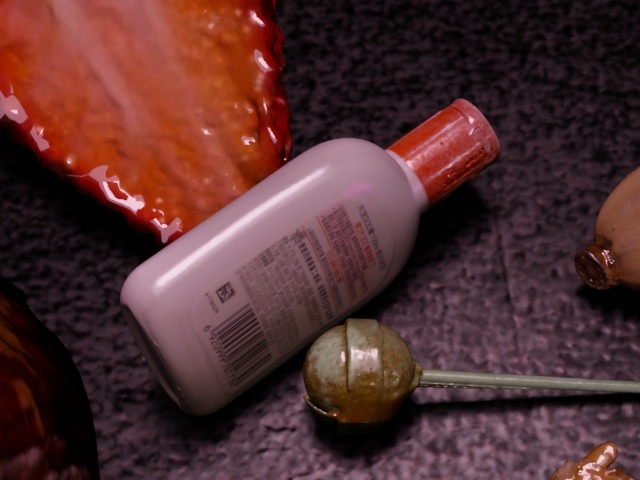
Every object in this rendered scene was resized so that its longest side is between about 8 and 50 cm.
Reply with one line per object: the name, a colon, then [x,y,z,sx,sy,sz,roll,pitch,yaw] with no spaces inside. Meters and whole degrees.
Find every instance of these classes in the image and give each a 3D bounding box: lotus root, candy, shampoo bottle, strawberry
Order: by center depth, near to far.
candy: [0.092,0.076,0.933,0.203,0.061,0.061,4,62,-4]
shampoo bottle: [0.000,0.000,0.942,0.221,0.108,0.051,-36,44,-15]
lotus root: [0.206,-0.019,0.960,0.150,0.062,0.073,-32,65,-11]
strawberry: [-0.088,-0.102,1.007,0.190,0.111,0.236,-32,86,18]

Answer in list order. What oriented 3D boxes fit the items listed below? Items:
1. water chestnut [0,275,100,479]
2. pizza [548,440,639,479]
water chestnut: [-0.266,0.136,0.802,0.335,0.335,0.346,23,96,15]
pizza: [0.207,0.182,0.858,0.199,0.062,0.188,-9,74,-7]
